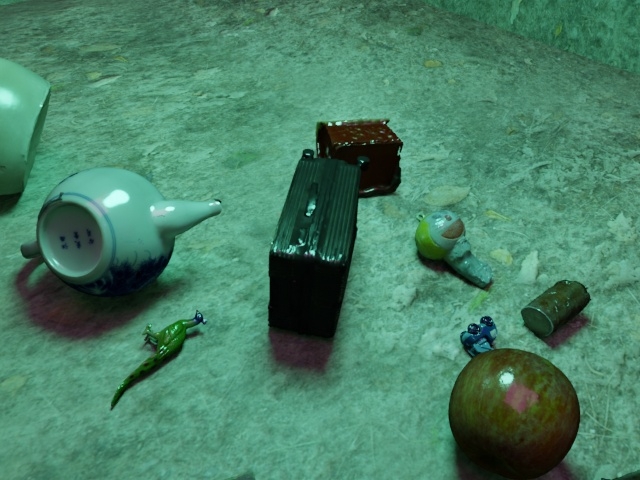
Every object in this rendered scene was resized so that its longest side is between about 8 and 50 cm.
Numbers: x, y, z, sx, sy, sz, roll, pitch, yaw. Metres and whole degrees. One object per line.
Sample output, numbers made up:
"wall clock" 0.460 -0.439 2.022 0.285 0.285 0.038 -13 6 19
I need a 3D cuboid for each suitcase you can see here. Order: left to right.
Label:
"suitcase" 0.000 0.000 0.955 0.152 0.230 0.335 8 43 4

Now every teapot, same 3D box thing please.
"teapot" -0.407 -0.020 0.950 0.423 0.253 0.280 -12 6 14

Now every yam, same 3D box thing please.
"yam" 0.487 0.138 0.974 0.141 0.079 0.079 -26 52 -28

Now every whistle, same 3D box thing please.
"whistle" 0.303 0.011 1.068 0.122 0.123 0.223 -33 70 -33

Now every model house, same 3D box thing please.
"model house" 0.096 -0.257 1.289 0.195 0.160 0.254 -6 43 -11

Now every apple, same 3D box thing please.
"apple" 0.296 0.269 0.733 0.188 0.188 0.174 26 56 21

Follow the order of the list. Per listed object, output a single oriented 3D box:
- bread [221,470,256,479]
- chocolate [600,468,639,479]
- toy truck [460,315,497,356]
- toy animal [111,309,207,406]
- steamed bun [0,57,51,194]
"bread" -0.223 0.415 0.551 0.337 0.155 0.187 -10 41 -16
"chocolate" 0.499 0.459 0.611 0.111 0.112 0.321 3 44 -7
"toy truck" 0.323 0.199 0.912 0.073 0.056 0.090 -24 64 -22
"toy animal" -0.310 0.198 0.857 0.074 0.041 0.217 31 54 23
"steamed bun" -0.771 -0.267 1.094 0.206 0.324 0.325 16 37 -29
